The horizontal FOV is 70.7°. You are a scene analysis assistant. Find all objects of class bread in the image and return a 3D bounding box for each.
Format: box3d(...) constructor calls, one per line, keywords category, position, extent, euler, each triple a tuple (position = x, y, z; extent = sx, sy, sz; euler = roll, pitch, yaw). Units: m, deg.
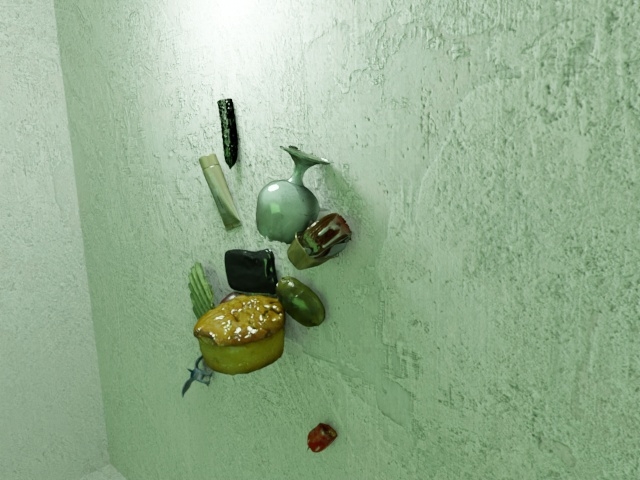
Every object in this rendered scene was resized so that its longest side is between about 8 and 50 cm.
box3d(category="bread", position=(0.000, 0.000, 1.545), extent=(0.212, 0.224, 0.142), euler=(-45, 74, 23))
box3d(category="bread", position=(-0.309, 0.360, 1.780), extent=(0.397, 0.398, 0.216), euler=(7, 113, 42))

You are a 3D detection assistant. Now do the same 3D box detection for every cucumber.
box3d(category="cucumber", position=(-0.386, -0.453, 1.909), extent=(0.072, 0.072, 0.301), euler=(-1, 98, 43))

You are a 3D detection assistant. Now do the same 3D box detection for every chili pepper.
box3d(category="chili pepper", position=(-0.011, 0.804, 1.812), extent=(0.192, 0.084, 0.086), euler=(-55, 46, 30))

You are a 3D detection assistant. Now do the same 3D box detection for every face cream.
box3d(category="face cream", position=(-0.448, -0.215, 2.017), extent=(0.137, 0.084, 0.342), euler=(-16, 96, 45))

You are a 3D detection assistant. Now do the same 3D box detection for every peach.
box3d(category="peach", position=(-0.391, 0.298, 2.025), extent=(0.152, 0.152, 0.152), euler=(10, 106, 41))

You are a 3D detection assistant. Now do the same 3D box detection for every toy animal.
box3d(category="toy animal", position=(-0.650, 0.698, 2.333), extent=(0.176, 0.239, 0.255), euler=(15, 156, 12))

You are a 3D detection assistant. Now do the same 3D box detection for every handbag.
box3d(category="handbag", position=(-0.295, 0.131, 1.940), extent=(0.332, 0.074, 0.192), euler=(-1, 98, 42))

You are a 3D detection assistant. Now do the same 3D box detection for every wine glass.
box3d(category="wine glass", position=(-0.101, -0.157, 1.584), extent=(0.238, 0.238, 0.323), euler=(29, 110, 35))

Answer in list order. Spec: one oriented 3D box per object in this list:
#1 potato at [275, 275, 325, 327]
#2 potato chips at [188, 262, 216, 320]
box3d(category="potato", position=(-0.079, 0.238, 1.735), extent=(0.251, 0.113, 0.149), euler=(47, 128, 26))
box3d(category="potato chips", position=(-0.556, 0.320, 2.190), extent=(0.429, 0.069, 0.359), euler=(49, 142, 41))
